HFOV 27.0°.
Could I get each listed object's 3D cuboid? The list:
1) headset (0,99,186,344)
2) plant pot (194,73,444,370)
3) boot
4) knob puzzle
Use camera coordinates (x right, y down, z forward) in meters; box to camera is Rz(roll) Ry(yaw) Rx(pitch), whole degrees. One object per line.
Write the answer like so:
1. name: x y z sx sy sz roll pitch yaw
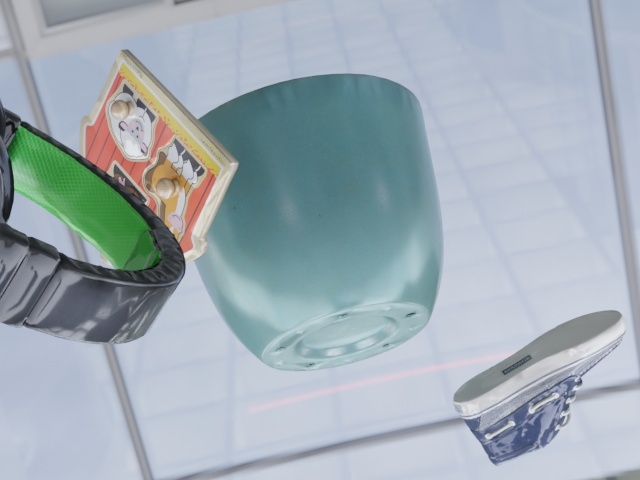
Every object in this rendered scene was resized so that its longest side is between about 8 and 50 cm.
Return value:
1. headset: -0.276 -0.032 0.816 0.185 0.394 0.243 -56 -152 12
2. plant pot: 0.000 0.000 1.416 0.293 0.235 0.293 -14 158 -6
3. boot: 0.233 0.147 1.332 0.190 0.086 0.069 -29 -164 8
4. knob puzzle: -0.173 -0.050 1.232 0.213 0.213 0.030 7 -165 41
